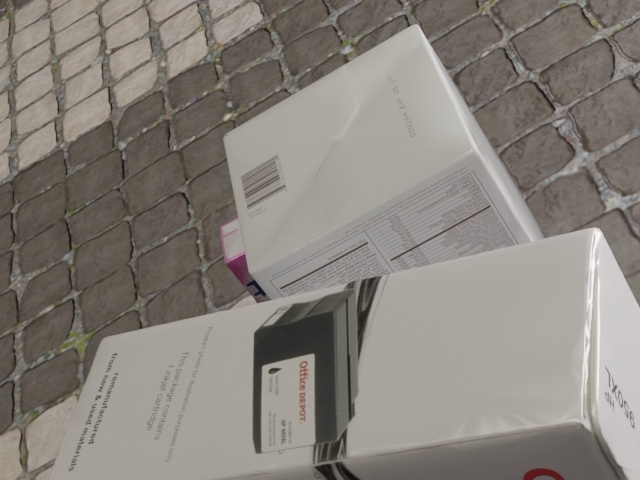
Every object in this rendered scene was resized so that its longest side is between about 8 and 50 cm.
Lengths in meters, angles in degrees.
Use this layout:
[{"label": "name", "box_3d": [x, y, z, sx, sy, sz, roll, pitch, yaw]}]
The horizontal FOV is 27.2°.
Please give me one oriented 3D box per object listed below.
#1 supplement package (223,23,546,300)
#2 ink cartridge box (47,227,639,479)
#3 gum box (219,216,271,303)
[{"label": "supplement package", "box_3d": [0.076, 0.006, 1.116, 0.198, 0.262, 0.199, -29, 37, 11]}, {"label": "ink cartridge box", "box_3d": [0.057, 0.176, 0.930, 0.395, 0.285, 0.166, -14, 42, 27]}, {"label": "gum box", "box_3d": [0.000, 0.000, 1.314, 0.188, 0.107, 0.062, -28, 37, 11]}]
